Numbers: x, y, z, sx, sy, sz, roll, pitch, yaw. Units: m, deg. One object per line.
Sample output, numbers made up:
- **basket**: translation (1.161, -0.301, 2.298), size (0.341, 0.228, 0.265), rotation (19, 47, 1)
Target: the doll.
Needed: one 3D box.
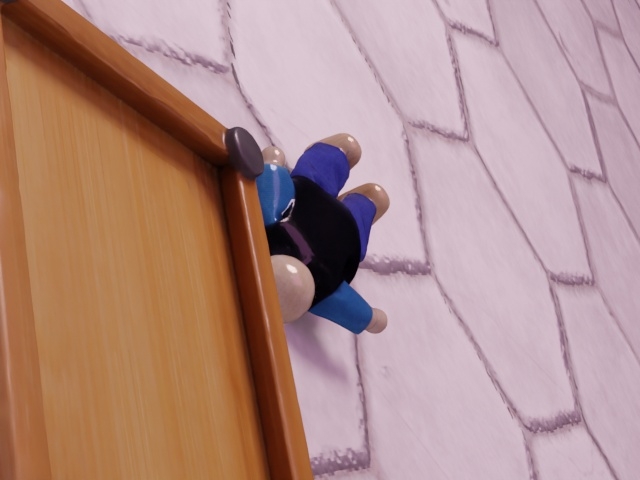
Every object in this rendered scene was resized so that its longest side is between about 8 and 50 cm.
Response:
- **doll**: translation (0.000, 0.000, 0.986), size (0.129, 0.046, 0.189), rotation (60, 22, -11)

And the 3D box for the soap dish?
- **soap dish**: translation (-0.099, 0.044, 0.610), size (0.229, 0.118, 0.291), rotation (37, 34, -50)
